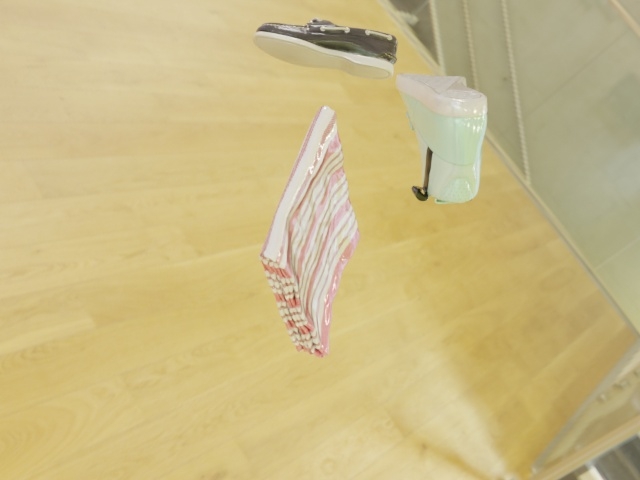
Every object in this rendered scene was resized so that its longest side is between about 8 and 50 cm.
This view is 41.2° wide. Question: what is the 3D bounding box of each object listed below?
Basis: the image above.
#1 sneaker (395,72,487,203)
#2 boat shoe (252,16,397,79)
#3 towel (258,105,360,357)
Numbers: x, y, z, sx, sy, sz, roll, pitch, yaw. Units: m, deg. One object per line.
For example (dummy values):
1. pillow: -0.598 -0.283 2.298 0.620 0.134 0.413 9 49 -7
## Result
1. sneaker: 0.145 -0.130 1.086 0.094 0.151 0.256 1 20 -3
2. boat shoe: 0.006 -0.171 0.734 0.125 0.038 0.046 11 -10 -1
3. towel: 0.000 0.000 0.714 0.197 0.029 0.144 75 30 -59
